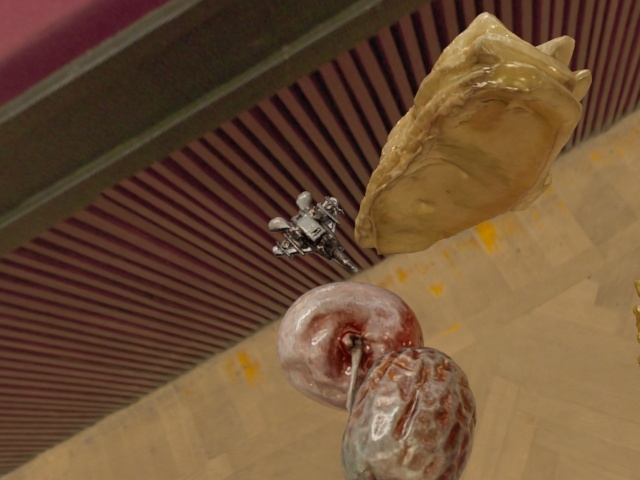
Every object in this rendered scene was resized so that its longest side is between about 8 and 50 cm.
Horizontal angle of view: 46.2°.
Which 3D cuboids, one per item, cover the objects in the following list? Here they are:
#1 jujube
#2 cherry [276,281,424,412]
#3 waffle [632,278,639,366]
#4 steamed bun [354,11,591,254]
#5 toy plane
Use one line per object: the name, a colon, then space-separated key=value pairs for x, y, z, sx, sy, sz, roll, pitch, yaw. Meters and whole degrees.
jujube: x=0.164 y=0.326 z=1.325 sx=0.215 sy=0.246 sz=0.308 roll=15 pitch=46 yaw=13
cherry: x=0.050 y=0.239 z=1.655 sx=0.335 sy=0.326 sz=0.291 roll=-23 pitch=62 yaw=55
waffle: x=0.556 y=0.154 z=1.088 sx=0.058 sy=0.238 sz=0.243 roll=-12 pitch=96 yaw=-25
steamed bun: x=0.210 y=-0.130 z=0.960 sx=0.247 sy=0.428 sz=0.189 roll=16 pitch=61 yaw=-6
toy plane: x=-0.003 y=-0.005 z=1.450 sx=0.169 sy=0.078 sz=0.246 roll=-41 pitch=36 yaw=-6
